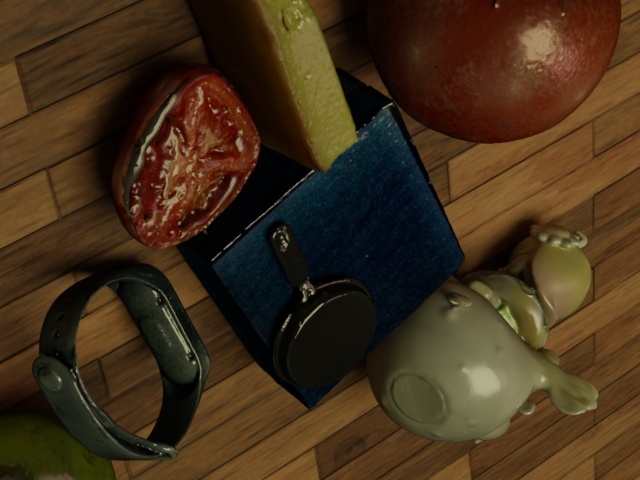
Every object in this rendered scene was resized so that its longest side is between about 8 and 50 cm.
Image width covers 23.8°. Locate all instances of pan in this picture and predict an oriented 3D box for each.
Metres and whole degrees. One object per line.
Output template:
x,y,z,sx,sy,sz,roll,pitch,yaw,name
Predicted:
-0.007,0.070,1.613,0.136,0.028,0.235,-39,135,-16,pan

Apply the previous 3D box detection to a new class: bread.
-0.069,-0.231,1.447,0.077,0.138,0.361,-40,136,-19,bread

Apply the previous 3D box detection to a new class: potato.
-0.309,0.257,1.539,0.186,0.148,0.253,-38,147,5,potato

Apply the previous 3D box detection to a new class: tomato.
0.177,-0.223,1.590,0.265,0.265,0.264,-23,129,-31,tomato
-0.152,-0.088,1.504,0.174,0.082,0.166,-49,142,-13,tomato

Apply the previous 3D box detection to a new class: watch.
-0.198,0.131,1.542,0.193,0.068,0.206,-48,122,-47,watch

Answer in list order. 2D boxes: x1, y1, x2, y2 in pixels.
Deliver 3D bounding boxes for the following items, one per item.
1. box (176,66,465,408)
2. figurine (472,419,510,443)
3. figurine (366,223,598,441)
0.000,0.000,1.673,0.261,0.116,0.279,-41,137,-12,box
0.202,0.212,2.021,0.098,0.081,0.146,-43,137,-12,figurine
0.241,0.113,1.887,0.394,0.275,0.226,-38,155,-45,figurine
